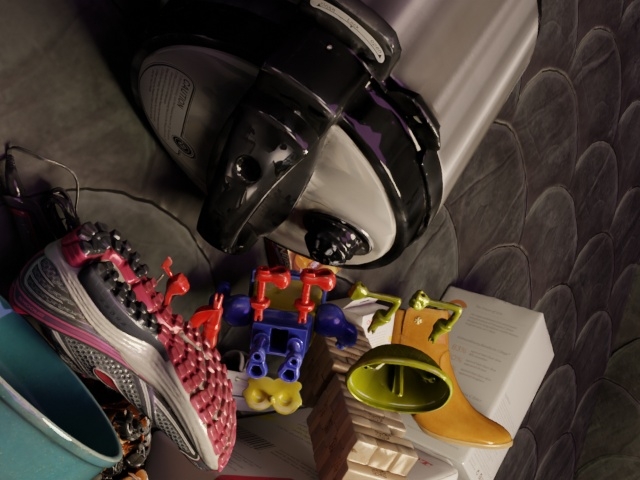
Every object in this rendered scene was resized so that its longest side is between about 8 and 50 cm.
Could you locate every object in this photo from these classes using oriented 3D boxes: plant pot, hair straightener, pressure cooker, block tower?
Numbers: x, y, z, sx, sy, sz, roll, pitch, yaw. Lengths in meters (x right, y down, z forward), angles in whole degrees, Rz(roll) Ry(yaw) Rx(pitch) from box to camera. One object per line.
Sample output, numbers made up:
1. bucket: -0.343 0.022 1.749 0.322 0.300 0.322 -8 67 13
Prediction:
1. plant pot: -0.348 0.167 0.552 0.255 0.271 0.271 -43 134 -13
2. hair straightener: -0.279 0.005 0.742 0.089 0.047 0.230 -33 121 -40
3. pressure cooker: 0.007 -0.170 0.759 0.420 0.375 0.370 -56 141 -23
4. block tower: 0.035 0.218 0.952 0.097 0.335 0.091 23 109 -21

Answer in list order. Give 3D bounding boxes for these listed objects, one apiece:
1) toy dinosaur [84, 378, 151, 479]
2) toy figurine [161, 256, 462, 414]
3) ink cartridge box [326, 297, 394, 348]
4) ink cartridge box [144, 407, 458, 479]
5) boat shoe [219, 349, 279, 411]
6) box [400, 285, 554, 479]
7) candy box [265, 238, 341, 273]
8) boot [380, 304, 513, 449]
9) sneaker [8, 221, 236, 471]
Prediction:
1. toy dinosaur: -0.253 0.271 0.773 0.218 0.164 0.322 17 59 -69
2. toy figurine: -0.016 0.078 0.875 0.217 0.362 0.191 -85 -179 -65
3. ink cartridge box: 0.059 0.159 1.159 0.092 0.090 0.143 -5 105 -50
4. ink cartridge box: -0.021 0.372 0.981 0.385 0.279 0.160 7 97 -51
5. boat shoe: -0.117 0.191 0.961 0.226 0.083 0.076 11 95 -51
6. box: 0.291 0.293 1.387 0.345 0.215 0.168 -54 137 -23
7. candy box: 0.000 0.000 1.064 0.187 0.053 0.109 -32 125 -39
8. boot: 0.206 0.227 1.203 0.104 0.295 0.211 9 94 -72
9. sneaker: -0.189 0.123 0.720 0.299 0.112 0.121 57 12 -16
